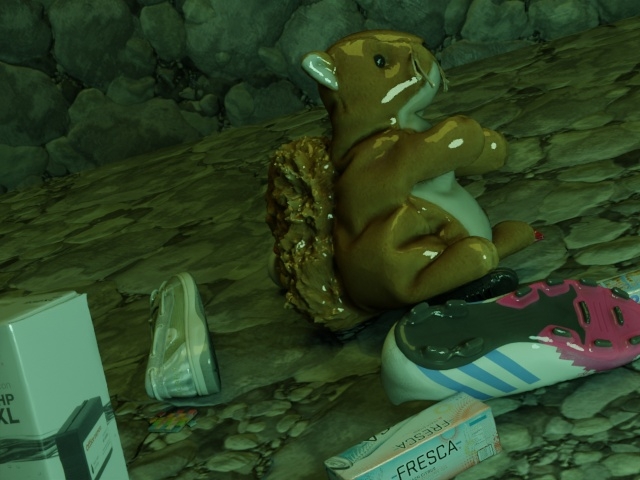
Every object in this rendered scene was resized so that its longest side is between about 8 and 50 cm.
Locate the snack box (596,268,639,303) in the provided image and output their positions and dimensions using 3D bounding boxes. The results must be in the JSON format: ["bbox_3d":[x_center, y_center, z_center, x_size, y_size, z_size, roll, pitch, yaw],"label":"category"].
[{"bbox_3d":[0.414,0.058,1.561,0.178,0.022,0.064,-16,19,2],"label":"snack box"}]

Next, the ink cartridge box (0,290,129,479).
[{"bbox_3d":[-0.334,0.224,1.268,0.223,0.308,0.129,-8,8,27],"label":"ink cartridge box"}]

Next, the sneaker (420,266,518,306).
[{"bbox_3d":[0.191,0.092,1.625,0.170,0.051,0.089,-21,16,6],"label":"sneaker"}]

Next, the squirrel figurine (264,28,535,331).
[{"bbox_3d":[0.060,-0.088,1.688,0.397,0.371,0.281,-25,-1,29],"label":"squirrel figurine"}]

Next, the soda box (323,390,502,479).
[{"bbox_3d":[0.100,0.229,1.288,0.183,0.058,0.063,-23,19,-20],"label":"soda box"}]

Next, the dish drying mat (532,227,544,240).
[{"bbox_3d":[0.318,-0.012,1.878,0.032,0.008,0.083,-20,18,-7],"label":"dish drying mat"}]

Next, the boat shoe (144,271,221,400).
[{"bbox_3d":[-0.213,0.137,1.757,0.103,0.118,0.320,-15,24,-6],"label":"boat shoe"}]

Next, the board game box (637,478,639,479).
[{"bbox_3d":[0.434,0.176,0.986,0.390,0.050,0.390,-23,8,-33],"label":"board game box"}]

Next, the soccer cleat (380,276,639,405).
[{"bbox_3d":[0.221,0.124,1.405,0.331,0.143,0.116,-3,53,-17],"label":"soccer cleat"}]

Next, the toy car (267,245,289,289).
[{"bbox_3d":[0.000,0.000,1.924,0.159,0.136,0.182,2,26,47],"label":"toy car"}]

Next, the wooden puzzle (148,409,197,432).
[{"bbox_3d":[-0.197,0.240,1.609,0.083,0.006,0.049,-5,21,32],"label":"wooden puzzle"}]
